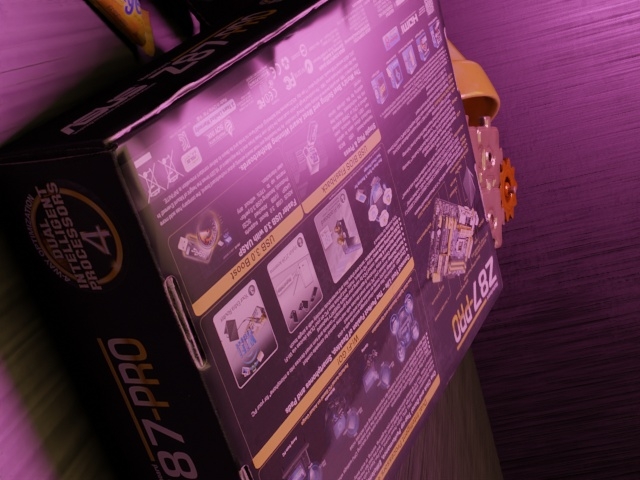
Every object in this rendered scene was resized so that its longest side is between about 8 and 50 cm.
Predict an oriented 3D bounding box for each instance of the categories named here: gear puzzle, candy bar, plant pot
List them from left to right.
[{"bbox_3d":[-0.150,-0.175,0.670,0.161,0.018,0.040,48,31,-69],"label":"candy bar"},{"bbox_3d":[0.179,-0.302,1.907,0.239,0.254,0.254,64,7,18],"label":"plant pot"},{"bbox_3d":[0.182,-0.067,1.241,0.339,0.044,0.175,-12,100,-60],"label":"gear puzzle"}]

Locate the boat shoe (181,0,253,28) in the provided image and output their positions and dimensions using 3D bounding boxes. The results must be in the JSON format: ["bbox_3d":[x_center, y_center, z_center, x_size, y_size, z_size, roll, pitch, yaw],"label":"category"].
[{"bbox_3d":[-0.103,-0.241,0.742,0.340,0.127,0.113,87,23,-65],"label":"boat shoe"}]

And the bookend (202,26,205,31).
[{"bbox_3d":[-0.015,-0.179,0.974,0.156,0.157,0.072,62,19,-55],"label":"bookend"}]

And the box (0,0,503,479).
[{"bbox_3d":[0.000,0.000,0.676,0.395,0.097,0.318,-48,126,-49],"label":"box"}]
